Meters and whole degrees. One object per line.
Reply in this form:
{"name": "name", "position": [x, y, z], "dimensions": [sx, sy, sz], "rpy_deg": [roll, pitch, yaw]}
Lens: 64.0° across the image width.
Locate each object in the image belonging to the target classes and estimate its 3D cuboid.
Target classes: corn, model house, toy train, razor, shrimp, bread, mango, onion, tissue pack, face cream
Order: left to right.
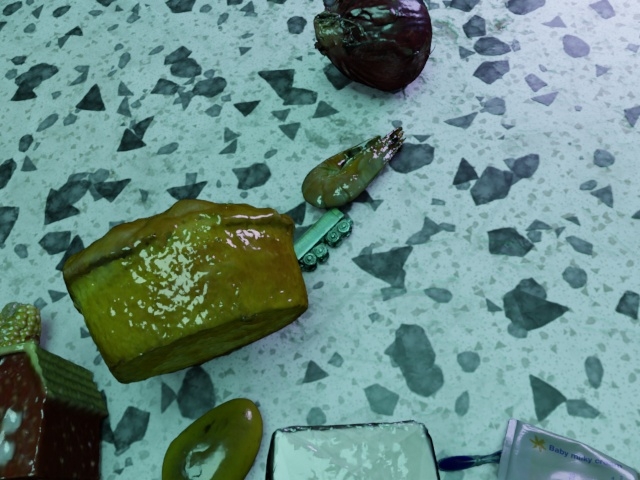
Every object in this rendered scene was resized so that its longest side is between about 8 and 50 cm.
{"name": "corn", "position": [-0.612, 0.283, 0.940], "dimensions": [0.130, 0.130, 0.347], "rpy_deg": [1, 63, 11]}
{"name": "model house", "position": [-0.477, 0.299, 0.871], "dimensions": [0.160, 0.196, 0.254], "rpy_deg": [-7, 62, 6]}
{"name": "bread", "position": [-0.205, 0.081, 0.837], "dimensions": [0.398, 0.398, 0.215], "rpy_deg": [-22, 75, -1]}
{"name": "mango", "position": [-0.176, 0.347, 0.849], "dimensions": [0.137, 0.098, 0.195], "rpy_deg": [24, 66, 24]}
{"name": "toy train", "position": [0.000, 0.000, 1.017], "dimensions": [0.148, 0.038, 0.071], "rpy_deg": [-45, 63, -11]}
{"name": "tissue pack", "position": [0.027, 0.355, 0.639], "dimensions": [0.198, 0.370, 0.210], "rpy_deg": [3, 62, -4]}
{"name": "shrimp", "position": [0.073, -0.158, 1.065], "dimensions": [0.267, 0.061, 0.145], "rpy_deg": [-40, 41, -10]}
{"name": "onion", "position": [0.130, -0.469, 1.122], "dimensions": [0.280, 0.221, 0.281], "rpy_deg": [4, 64, -9]}
{"name": "razor", "position": [0.261, 0.345, 0.809], "dimensions": [0.154, 0.028, 0.044], "rpy_deg": [-10, 64, 5]}
{"name": "face cream", "position": [0.385, 0.351, 0.759], "dimensions": [0.224, 0.070, 0.114], "rpy_deg": [18, 45, 18]}
